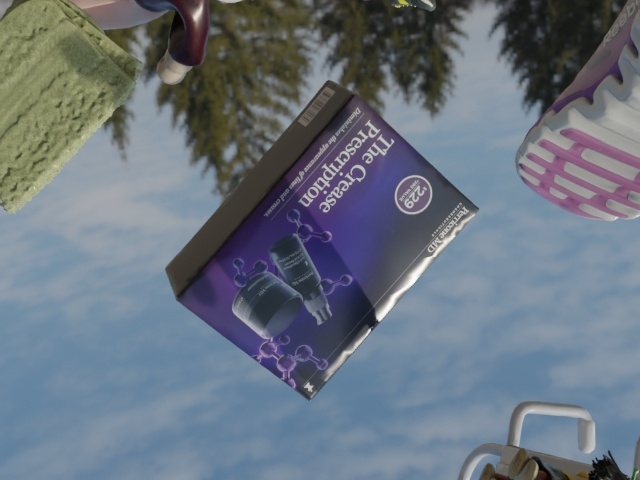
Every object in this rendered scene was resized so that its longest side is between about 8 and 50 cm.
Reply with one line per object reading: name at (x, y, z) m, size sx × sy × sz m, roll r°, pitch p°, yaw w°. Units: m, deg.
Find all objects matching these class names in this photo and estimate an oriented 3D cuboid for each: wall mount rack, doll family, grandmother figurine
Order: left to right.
grandmother figurine at (-0.151, -0.243, 0.910) m, size 0.104 × 0.208 × 0.342 m, roll -31°, pitch -159°, yaw -31°
wall mount rack at (0.239, 0.302, 0.881) m, size 0.130 × 0.304 × 0.350 m, roll 10°, pitch 174°, yaw -18°
doll family at (0.184, 0.190, 0.664) m, size 0.111 × 0.076 × 0.193 m, roll 24°, pitch -167°, yaw -11°

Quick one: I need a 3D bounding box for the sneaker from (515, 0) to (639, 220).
sneaker at (0.201, -0.102, 0.603) m, size 0.095 × 0.236 × 0.105 m, roll 26°, pitch -125°, yaw -4°

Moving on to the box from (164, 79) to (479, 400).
box at (0.000, 0.000, 1.029) m, size 0.261 × 0.184 × 0.103 m, roll -49°, pitch -156°, yaw 3°

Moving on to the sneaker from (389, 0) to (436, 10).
sneaker at (0.110, -0.315, 1.314) m, size 0.083 × 0.035 × 0.031 m, roll 32°, pitch -149°, yaw 9°

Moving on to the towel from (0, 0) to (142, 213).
towel at (-0.210, -0.103, 0.734) m, size 0.148 × 0.110 × 0.027 m, roll -48°, pitch -176°, yaw 2°
